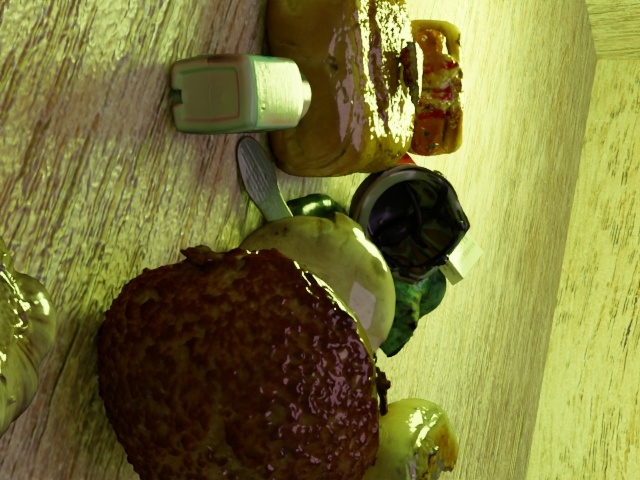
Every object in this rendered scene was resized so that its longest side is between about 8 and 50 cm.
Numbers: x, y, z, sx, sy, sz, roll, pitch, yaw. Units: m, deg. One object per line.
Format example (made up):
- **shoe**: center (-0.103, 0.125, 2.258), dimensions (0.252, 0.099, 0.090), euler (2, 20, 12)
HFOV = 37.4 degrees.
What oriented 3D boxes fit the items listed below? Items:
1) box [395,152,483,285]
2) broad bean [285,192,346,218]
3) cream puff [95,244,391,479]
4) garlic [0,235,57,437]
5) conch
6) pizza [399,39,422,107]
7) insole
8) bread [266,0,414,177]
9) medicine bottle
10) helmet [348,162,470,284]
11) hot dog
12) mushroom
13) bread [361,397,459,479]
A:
- **box**: center (0.201, -0.043, 1.755), dimensions (0.245, 0.035, 0.139), euler (54, 34, -1)
- **broad bean**: center (0.000, 0.000, 1.479), dimensions (0.292, 0.049, 0.144), euler (55, 49, -55)
- **cream puff**: center (-0.098, 0.166, 1.008), dimensions (0.228, 0.350, 0.350), euler (-41, 131, -47)
- **garlic**: center (-0.316, 0.063, 0.719), dimensions (0.245, 0.160, 0.245), euler (50, 30, -44)
- **conch**: center (0.152, 0.107, 1.737), dimensions (0.188, 0.122, 0.176), euler (-31, 136, -57)
- **pizza**: center (0.139, -0.262, 1.437), dimensions (0.099, 0.029, 0.100), euler (-64, 151, -65)
- **insole**: center (-0.071, -0.061, 1.321), dimensions (0.064, 0.004, 0.188), euler (-46, 123, -34)
- **bread**: center (0.048, -0.263, 1.420), dimensions (0.337, 0.148, 0.328), euler (-15, 108, -64)
- **medicine bottle**: center (-0.089, -0.181, 1.179), dimensions (0.188, 0.119, 0.094), euler (-16, 104, -62)
- **helmet**: center (0.134, -0.040, 1.617), dimensions (0.224, 0.130, 0.198), euler (43, 87, -26)
- **hot dog**: center (0.195, -0.276, 1.744), dimensions (0.153, 0.150, 0.256), euler (-42, 131, -69)
- **mushroom**: center (-0.015, 0.080, 1.288), dimensions (0.184, 0.255, 0.255), euler (144, -45, -77)
- **bread**: center (0.129, 0.400, 1.674), dimensions (0.314, 0.171, 0.192), euler (-63, 144, -41)
